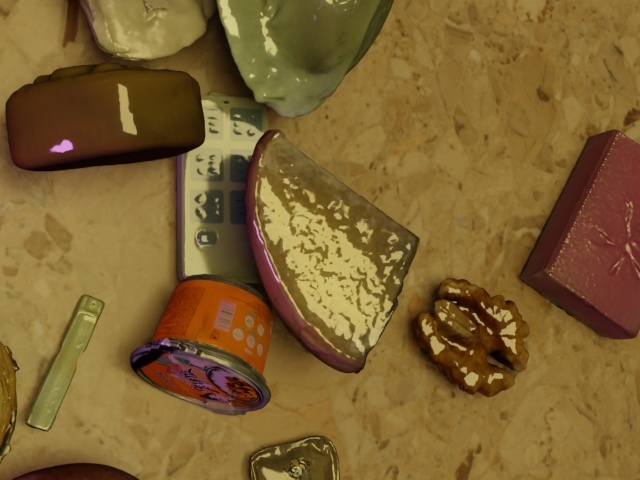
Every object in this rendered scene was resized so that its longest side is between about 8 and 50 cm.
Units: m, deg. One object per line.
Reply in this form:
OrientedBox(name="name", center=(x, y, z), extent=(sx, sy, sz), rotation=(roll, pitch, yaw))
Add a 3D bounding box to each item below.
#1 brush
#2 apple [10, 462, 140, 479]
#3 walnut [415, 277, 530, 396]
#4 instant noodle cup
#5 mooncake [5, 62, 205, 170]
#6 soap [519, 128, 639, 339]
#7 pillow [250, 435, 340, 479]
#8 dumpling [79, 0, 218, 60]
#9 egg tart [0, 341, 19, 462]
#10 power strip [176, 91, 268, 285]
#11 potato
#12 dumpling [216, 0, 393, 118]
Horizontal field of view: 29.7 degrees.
OrientedBox(name="brush", center=(-0.313, 0.151, 1.482), extent=(0.033, 0.030, 0.178), rotation=(25, 66, -10))
OrientedBox(name="apple", center=(-0.280, 0.403, 1.357), extent=(0.305, 0.235, 0.306), rotation=(3, 83, -23))
OrientedBox(name="walnut", center=(0.208, 0.132, 1.665), extent=(0.170, 0.069, 0.143), rotation=(42, 73, -12))
OrientedBox(name="instant noodle cup", center=(-0.133, 0.120, 1.489), extent=(0.177, 0.208, 0.125), rotation=(12, 63, 5))
OrientedBox(name="mooncake", center=(-0.250, -0.148, 1.428), extent=(0.235, 0.235, 0.117), rotation=(-6, 88, -22))
OrientedBox(name="soap", center=(0.427, -0.009, 1.758), extent=(0.181, 0.081, 0.259), rotation=(35, 73, -15))
OrientedBox(name="pillow", center=(-0.019, 0.368, 1.572), extent=(0.130, 0.033, 0.217), rotation=(-9, 89, -21))
OrientedBox(name="dumpling", center=(-0.207, -0.406, 1.501), extent=(0.260, 0.181, 0.341), rotation=(-11, 67, -32))
OrientedBox(name="egg tart", center=(-0.481, 0.180, 1.379), extent=(0.279, 0.095, 0.279), rotation=(1, 89, -25))
OrientedBox(name="power strip", center=(-0.127, -0.062, 1.564), extent=(0.118, 0.046, 0.270), rotation=(1, 85, -22))
OrientedBox(name="potato", center=(-0.029, 0.022, 1.514), extent=(0.264, 0.211, 0.189), rotation=(38, 75, -11))
OrientedBox(name="dumpling", center=(0.010, -0.349, 1.537), extent=(0.321, 0.211, 0.270), rotation=(-76, 147, -47))
